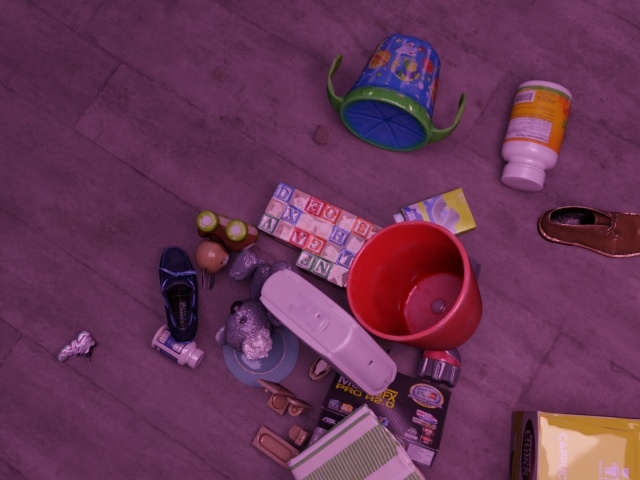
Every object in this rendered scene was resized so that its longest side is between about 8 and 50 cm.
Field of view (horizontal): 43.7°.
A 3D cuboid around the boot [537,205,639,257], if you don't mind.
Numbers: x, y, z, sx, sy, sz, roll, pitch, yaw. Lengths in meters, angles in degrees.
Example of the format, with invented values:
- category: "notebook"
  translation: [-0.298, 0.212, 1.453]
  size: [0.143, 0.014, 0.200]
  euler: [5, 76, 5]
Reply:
- category: "boot"
  translation: [0.680, -0.027, 1.899]
  size: [0.305, 0.115, 0.112]
  euler: [6, 77, 4]

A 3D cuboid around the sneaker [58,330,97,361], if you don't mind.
- category: "sneaker"
  translation: [-0.593, 0.278, 1.970]
  size: [0.098, 0.038, 0.069]
  euler: [-45, 78, -5]

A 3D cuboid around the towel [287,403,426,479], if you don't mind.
- category: "towel"
  translation: [0.109, 0.539, 1.705]
  size: [0.248, 0.038, 0.325]
  euler: [-39, 89, 13]

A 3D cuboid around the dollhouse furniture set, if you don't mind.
- category: "dollhouse furniture set"
  translation: [-0.103, 0.426, 1.844]
  size: [0.144, 0.123, 0.151]
  euler: [29, 86, 25]

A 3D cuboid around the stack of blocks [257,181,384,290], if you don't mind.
- category: "stack of blocks"
  translation: [0.000, 0.000, 1.957]
  size: [0.297, 0.087, 0.171]
  euler: [25, 82, 9]

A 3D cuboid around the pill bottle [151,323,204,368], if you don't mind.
- category: "pill bottle"
  translation: [-0.344, 0.260, 1.940]
  size: [0.120, 0.067, 0.067]
  euler: [30, 82, 10]

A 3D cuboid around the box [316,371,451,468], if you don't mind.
- category: "box"
  translation: [0.148, 0.380, 1.810]
  size: [0.270, 0.216, 0.060]
  euler: [19, 121, 8]

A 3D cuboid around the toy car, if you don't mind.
- category: "toy car"
  translation: [-0.244, 0.034, 1.944]
  size: [0.148, 0.155, 0.188]
  euler: [18, 90, 8]

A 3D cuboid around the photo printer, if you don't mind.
- category: "photo printer"
  translation: [0.027, 0.209, 1.740]
  size: [0.256, 0.307, 0.107]
  euler: [36, 82, 36]

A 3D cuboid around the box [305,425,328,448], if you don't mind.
- category: "box"
  translation: [0.051, 0.476, 1.859]
  size: [0.147, 0.077, 0.180]
  euler: [24, 81, 10]

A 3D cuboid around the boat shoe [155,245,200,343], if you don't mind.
- category: "boat shoe"
  translation: [-0.332, 0.119, 1.933]
  size: [0.109, 0.089, 0.258]
  euler: [-13, 62, -14]

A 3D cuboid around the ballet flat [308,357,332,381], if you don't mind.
- category: "ballet flat"
  translation: [0.033, 0.271, 1.916]
  size: [0.057, 0.052, 0.168]
  euler: [35, 83, 11]

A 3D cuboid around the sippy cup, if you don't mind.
- category: "sippy cup"
  translation: [0.188, -0.373, 1.963]
  size: [0.305, 0.240, 0.224]
  euler: [31, 67, -29]

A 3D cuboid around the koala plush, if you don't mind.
- category: "koala plush"
  translation: [-0.140, 0.173, 1.866]
  size: [0.196, 0.203, 0.221]
  euler: [13, 60, 47]

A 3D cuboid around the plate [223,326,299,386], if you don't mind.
- category: "plate"
  translation: [-0.147, 0.262, 1.947]
  size: [0.188, 0.024, 0.188]
  euler: [-1, 79, 4]

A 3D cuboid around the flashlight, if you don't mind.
- category: "flashlight"
  translation: [0.311, 0.189, 1.893]
  size: [0.103, 0.103, 0.304]
  euler: [5, 71, 44]

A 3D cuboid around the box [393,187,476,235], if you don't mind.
- category: "box"
  translation: [0.280, -0.050, 1.970]
  size: [0.178, 0.042, 0.109]
  euler: [-20, 77, -1]

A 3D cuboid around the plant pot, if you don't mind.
- category: "plant pot"
  translation: [0.229, 0.120, 1.759]
  size: [0.274, 0.243, 0.275]
  euler: [-11, 64, 25]

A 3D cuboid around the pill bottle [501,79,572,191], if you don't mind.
- category: "pill bottle"
  translation: [0.519, -0.251, 1.944]
  size: [0.136, 0.136, 0.246]
  euler: [15, 80, 7]

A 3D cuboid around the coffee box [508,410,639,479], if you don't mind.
- category: "coffee box"
  translation: [0.586, 0.538, 1.674]
  size: [0.338, 0.334, 0.338]
  euler: [4, 78, 5]
